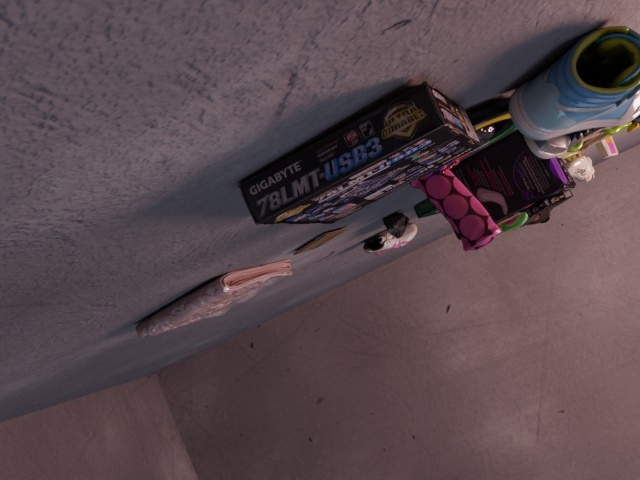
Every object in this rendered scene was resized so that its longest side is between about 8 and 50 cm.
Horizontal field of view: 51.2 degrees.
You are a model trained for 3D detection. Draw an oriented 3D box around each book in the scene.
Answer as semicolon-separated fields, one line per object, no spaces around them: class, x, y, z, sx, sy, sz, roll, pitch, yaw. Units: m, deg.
book;0.860;-0.297;2.024;0.035;0.096;0.144;-30;170;34

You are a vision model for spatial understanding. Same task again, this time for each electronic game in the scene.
electronic game;0.269;-0.184;1.194;0.229;0.048;0.229;-25;172;-4

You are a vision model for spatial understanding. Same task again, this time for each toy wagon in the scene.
toy wagon;0.729;-0.280;1.863;0.345;0.068;0.267;-24;172;-7

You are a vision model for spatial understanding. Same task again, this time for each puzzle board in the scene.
puzzle board;0.000;0.000;1.716;0.128;0.011;0.096;-31;171;40

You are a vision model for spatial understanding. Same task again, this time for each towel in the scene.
towel;-0.273;0.155;1.768;0.332;0.053;0.317;-30;170;30

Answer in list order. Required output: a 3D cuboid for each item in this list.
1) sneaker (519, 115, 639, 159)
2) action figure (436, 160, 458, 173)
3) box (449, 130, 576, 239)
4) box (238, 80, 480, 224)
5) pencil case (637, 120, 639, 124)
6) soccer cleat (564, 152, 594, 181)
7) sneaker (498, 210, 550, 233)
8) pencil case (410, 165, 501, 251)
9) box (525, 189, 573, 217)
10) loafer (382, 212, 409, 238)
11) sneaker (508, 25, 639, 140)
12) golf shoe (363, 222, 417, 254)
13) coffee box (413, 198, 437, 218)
sneaker;0.519;-0.246;1.242;0.296;0.123;0.178;-29;180;-32
action figure;0.239;-0.155;1.333;0.115;0.038;0.030;-23;-172;-9
box;0.424;-0.132;1.558;0.270;0.165;0.143;-29;170;28
box;0.073;-0.113;0.993;0.296;0.073;0.293;-27;171;21
pencil case;0.906;-0.354;1.743;0.124;0.124;0.284;-31;169;38
soccer cleat;0.711;-0.195;1.829;0.068;0.076;0.196;-31;170;35
sneaker;0.545;-0.123;1.841;0.203;0.185;0.483;-7;-175;11
pencil case;0.275;-0.070;1.378;0.095;0.209;0.098;-26;162;-31
box;0.507;-0.081;1.479;0.083;0.018;0.067;-21;169;-20
loafer;0.229;-0.045;1.927;0.061;0.062;0.170;-31;172;11
sneaker;0.476;-0.261;1.045;0.319;0.127;0.208;-22;173;-20
golf shoe;0.226;-0.003;2.153;0.186;0.067;0.086;-27;170;16
coffee box;0.361;-0.113;1.942;0.113;0.040;0.184;-30;170;38
